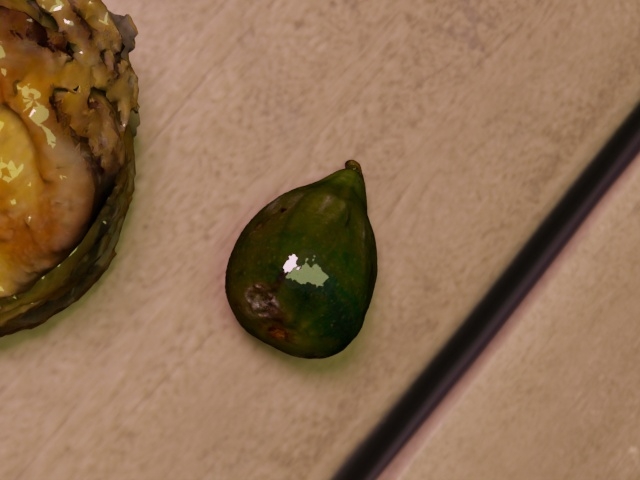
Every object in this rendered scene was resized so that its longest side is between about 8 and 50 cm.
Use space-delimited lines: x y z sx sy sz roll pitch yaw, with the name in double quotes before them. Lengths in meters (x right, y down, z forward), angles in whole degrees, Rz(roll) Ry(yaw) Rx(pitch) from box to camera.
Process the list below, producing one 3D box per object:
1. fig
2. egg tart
"fig" 0.000 0.000 0.810 0.117 0.117 0.177 34 66 -14
"egg tart" -0.217 -0.055 0.664 0.297 0.132 0.297 -17 120 -32
